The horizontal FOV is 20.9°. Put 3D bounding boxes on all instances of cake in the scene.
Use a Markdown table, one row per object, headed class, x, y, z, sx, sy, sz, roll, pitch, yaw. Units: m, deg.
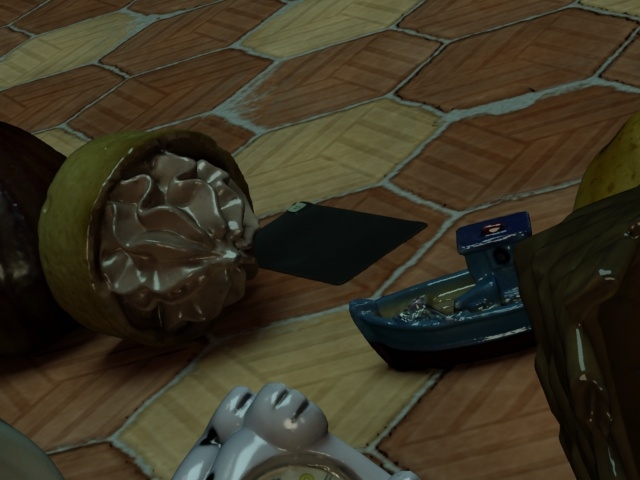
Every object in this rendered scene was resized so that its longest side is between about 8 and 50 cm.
| class | x | y | z | sx | sy | sz | roll | pitch | yaw |
| --- | --- | --- | --- | --- | --- | --- | --- | --- | --- |
| cake | -0.123 | -0.005 | 1.507 | 0.178 | 0.185 | 0.207 | 1 | 18 | 35 |

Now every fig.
| class | x | y | z | sx | sy | sz | roll | pitch | yaw |
| --- | --- | --- | --- | --- | --- | --- | --- | --- | --- |
| fig | -0.329 | -0.052 | 1.602 | 0.217 | 0.321 | 0.217 | -21 | 25 | 10 |

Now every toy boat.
| class | x | y | z | sx | sy | sz | roll | pitch | yaw |
| --- | --- | --- | --- | --- | --- | --- | --- | --- | --- |
| toy boat | 0.131 | 0.032 | 1.329 | 0.223 | 0.097 | 0.100 | -16 | 20 | 8 |

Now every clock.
| class | x | y | z | sx | sy | sz | roll | pitch | yaw |
| --- | --- | --- | --- | --- | --- | --- | --- | --- | --- |
| clock | -0.055 | 0.225 | 0.974 | 0.189 | 0.189 | 0.254 | 3 | 37 | 43 |

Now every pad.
| class | x | y | z | sx | sy | sz | roll | pitch | yaw |
| --- | --- | --- | --- | --- | --- | --- | --- | --- | --- |
| pad | 0.000 | 0.000 | 1.629 | 0.116 | 0.004 | 0.193 | -34 | 27 | -29 |

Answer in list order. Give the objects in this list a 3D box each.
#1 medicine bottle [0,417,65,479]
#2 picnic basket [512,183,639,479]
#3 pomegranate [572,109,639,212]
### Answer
| class | x | y | z | sx | sy | sz | roll | pitch | yaw |
| --- | --- | --- | --- | --- | --- | --- | --- | --- | --- |
| medicine bottle | -0.305 | 0.194 | 1.135 | 0.238 | 0.238 | 0.232 | -30 | 26 | -23 |
| picnic basket | 0.250 | 0.095 | 0.836 | 0.254 | 0.291 | 0.321 | -22 | 14 | -5 |
| pomegranate | 0.273 | -0.001 | 1.208 | 0.196 | 0.196 | 0.196 | -17 | 23 | 7 |
